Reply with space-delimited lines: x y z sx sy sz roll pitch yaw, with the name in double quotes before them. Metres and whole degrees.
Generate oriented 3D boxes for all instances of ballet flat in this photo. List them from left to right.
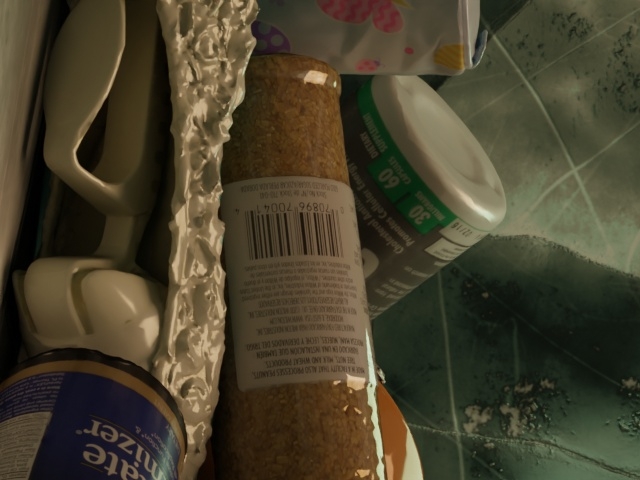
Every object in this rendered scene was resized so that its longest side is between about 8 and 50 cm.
"ballet flat" -0.134 -0.017 1.238 0.147 0.147 0.409 96 0 -88

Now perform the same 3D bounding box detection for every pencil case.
"pencil case" -0.023 -0.164 1.390 0.113 0.273 0.124 -67 151 -76

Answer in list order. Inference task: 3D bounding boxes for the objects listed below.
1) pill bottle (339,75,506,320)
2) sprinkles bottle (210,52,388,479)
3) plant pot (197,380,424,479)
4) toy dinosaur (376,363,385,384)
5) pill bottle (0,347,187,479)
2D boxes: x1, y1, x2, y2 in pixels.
"pill bottle" 0.000 0.000 2.097 0.361 0.204 0.204 -38 -163 20
"sprinkles bottle" -0.024 0.060 1.312 0.121 0.121 0.355 98 -15 -75
"plant pot" -0.091 0.213 1.449 0.203 0.291 0.291 -53 157 -54
"toy dinosaur" -0.074 0.100 1.695 0.322 0.218 0.164 59 26 -6
"pill bottle" -0.149 0.170 1.099 0.219 0.123 0.123 -81 180 -55
